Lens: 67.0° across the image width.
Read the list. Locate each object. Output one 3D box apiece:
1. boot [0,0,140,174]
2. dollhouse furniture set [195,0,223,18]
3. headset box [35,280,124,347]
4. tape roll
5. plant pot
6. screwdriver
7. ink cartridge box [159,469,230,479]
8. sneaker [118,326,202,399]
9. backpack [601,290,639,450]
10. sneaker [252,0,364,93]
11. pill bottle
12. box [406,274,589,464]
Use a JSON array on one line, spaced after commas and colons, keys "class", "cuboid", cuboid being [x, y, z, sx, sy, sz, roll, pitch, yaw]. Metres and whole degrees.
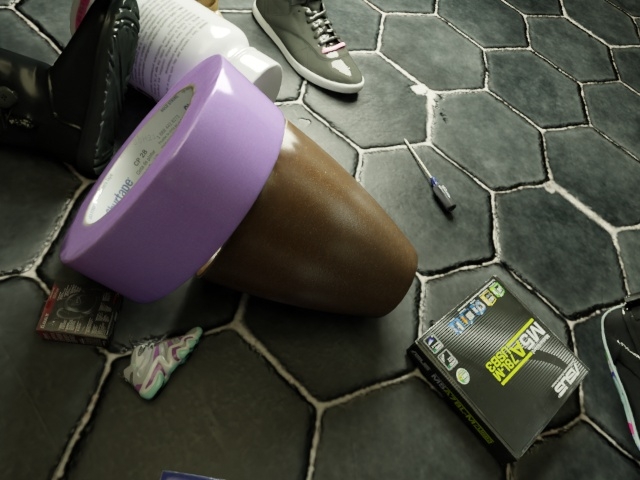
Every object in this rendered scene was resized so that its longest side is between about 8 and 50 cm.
[{"class": "boot", "cuboid": [-0.361, -0.223, 0.619, 0.207, 0.246, 0.094, 18, 18, -9]}, {"class": "dollhouse furniture set", "cuboid": [-0.216, -0.414, 0.823, 0.144, 0.151, 0.123, -19, 66, -25]}, {"class": "headset box", "cuboid": [-0.278, 0.084, 0.555, 0.084, 0.032, 0.062, 9, 56, -11]}, {"class": "tape roll", "cuboid": [-0.166, -0.071, 0.540, 0.090, 0.275, 0.274, 38, 48, -32]}, {"class": "plant pot", "cuboid": [0.000, 0.000, 0.610, 0.231, 0.215, 0.215, 28, 53, -16]}, {"class": "screwdriver", "cuboid": [0.189, -0.120, 0.842, 0.025, 0.024, 0.169, -23, 62, 4]}, {"class": "ink cartridge box", "cuboid": [-0.101, 0.379, 0.405, 0.166, 0.065, 0.332, 12, 55, -9]}, {"class": "sneaker", "cuboid": [-0.188, 0.124, 0.554, 0.069, 0.038, 0.098, 34, 54, 5]}, {"class": "backpack", "cuboid": [0.510, 0.196, 0.614, 0.191, 0.225, 0.253, 32, 47, -34]}, {"class": "sneaker", "cuboid": [-0.013, -0.406, 0.885, 0.105, 0.146, 0.295, -31, 73, -33]}, {"class": "pill bottle", "cuboid": [-0.210, -0.278, 0.731, 0.283, 0.160, 0.160, 33, 55, 5]}, {"class": "box", "cuboid": [0.243, 0.165, 0.661, 0.191, 0.045, 0.184, -30, 69, -30]}]
